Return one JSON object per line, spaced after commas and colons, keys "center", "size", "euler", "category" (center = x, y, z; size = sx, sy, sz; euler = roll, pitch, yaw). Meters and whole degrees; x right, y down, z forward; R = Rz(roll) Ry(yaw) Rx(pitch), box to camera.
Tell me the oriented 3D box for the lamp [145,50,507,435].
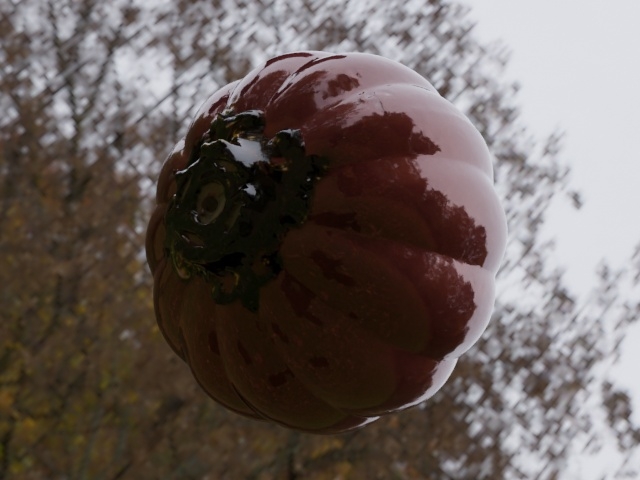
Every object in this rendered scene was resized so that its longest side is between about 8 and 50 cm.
{"center": [0.000, 0.000, 0.423], "size": [0.107, 0.107, 0.092], "euler": [8, -5, 42], "category": "lamp"}
